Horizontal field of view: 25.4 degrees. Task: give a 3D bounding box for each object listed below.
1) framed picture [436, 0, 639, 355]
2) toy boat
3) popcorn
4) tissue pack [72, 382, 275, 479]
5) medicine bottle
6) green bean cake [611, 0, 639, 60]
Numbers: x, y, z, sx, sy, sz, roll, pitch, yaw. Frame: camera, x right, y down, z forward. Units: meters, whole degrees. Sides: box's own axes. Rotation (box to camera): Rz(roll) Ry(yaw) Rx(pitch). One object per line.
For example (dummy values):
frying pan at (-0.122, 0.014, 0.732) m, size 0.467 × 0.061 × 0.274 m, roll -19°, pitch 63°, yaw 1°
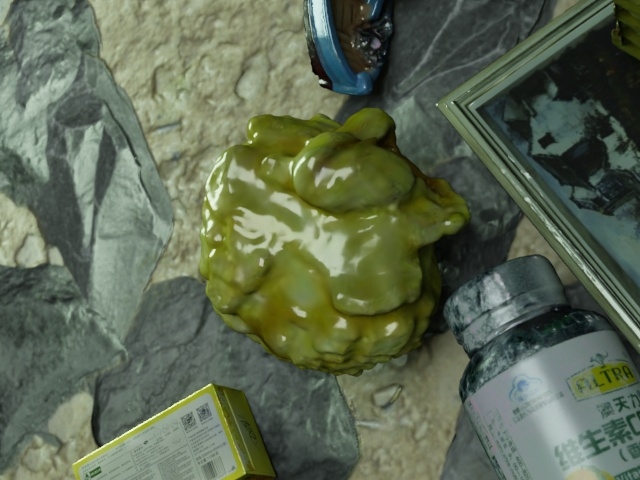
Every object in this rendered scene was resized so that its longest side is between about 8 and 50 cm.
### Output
framed picture at (0.270, -0.080, 1.181) m, size 0.232 × 0.019 × 0.296 m, roll -36°, pitch 66°, yaw -2°
toy boat at (0.042, -0.241, 1.319) m, size 0.097 × 0.100 × 0.223 m, roll -8°, pitch 75°, yaw 43°
popcorn at (0.000, 0.000, 1.252) m, size 0.255 × 0.195 × 0.256 m, roll -38°, pitch 65°, yaw 26°
tissue pack at (-0.140, 0.219, 1.345) m, size 0.176 × 0.062 × 0.095 m, roll -32°, pitch 66°, yaw 19°
medicine bottle at (0.204, 0.158, 1.138) m, size 0.141 × 0.141 × 0.293 m, roll -33°, pitch 67°, yaw 18°
green bean cake at (0.334, -0.235, 1.083) m, size 0.124 × 0.236 × 0.233 m, roll 37°, pitch 90°, yaw 20°
